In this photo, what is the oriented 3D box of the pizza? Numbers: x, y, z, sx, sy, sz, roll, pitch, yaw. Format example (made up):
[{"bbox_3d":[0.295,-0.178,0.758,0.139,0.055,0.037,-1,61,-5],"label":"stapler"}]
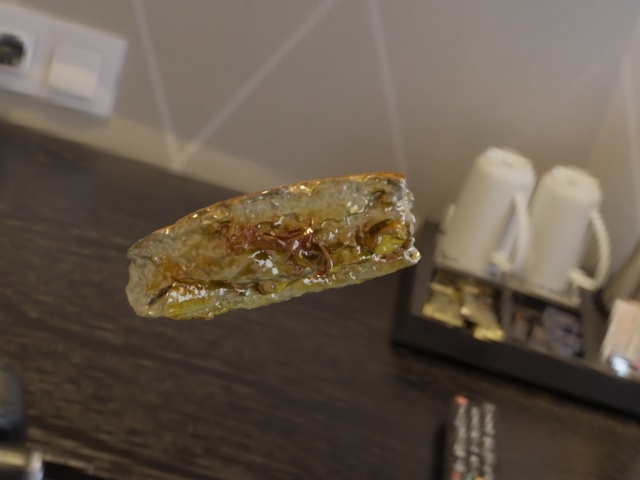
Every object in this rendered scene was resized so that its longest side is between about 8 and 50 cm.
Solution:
[{"bbox_3d":[0.000,0.000,0.814,0.182,0.161,0.063,-5,71,-37],"label":"pizza"}]
